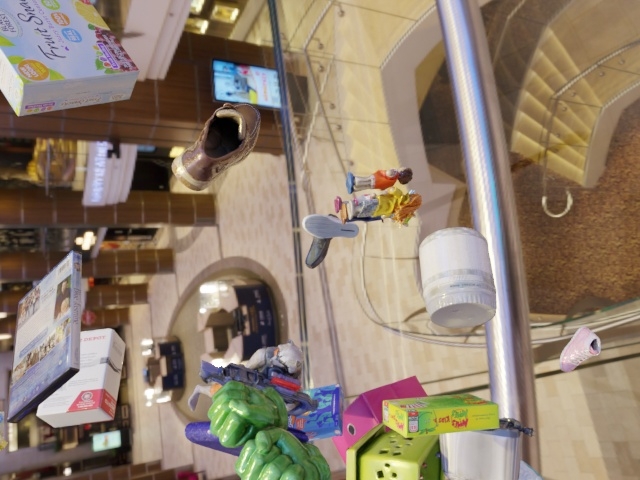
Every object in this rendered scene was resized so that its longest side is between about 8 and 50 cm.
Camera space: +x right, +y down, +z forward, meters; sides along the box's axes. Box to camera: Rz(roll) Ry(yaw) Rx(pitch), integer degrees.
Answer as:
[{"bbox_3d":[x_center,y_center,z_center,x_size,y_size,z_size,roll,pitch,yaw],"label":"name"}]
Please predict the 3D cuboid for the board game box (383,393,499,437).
[{"bbox_3d":[0.213,0.309,0.933,0.092,0.181,0.043,168,102,-72],"label":"board game box"}]

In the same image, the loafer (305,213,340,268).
[{"bbox_3d":[0.000,0.000,1.976,0.076,0.078,0.223,24,81,40],"label":"loafer"}]

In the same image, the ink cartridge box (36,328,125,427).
[{"bbox_3d":[-0.757,0.436,1.682,0.114,0.197,0.273,81,-178,-52],"label":"ink cartridge box"}]

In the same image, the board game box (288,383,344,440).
[{"bbox_3d":[-0.037,0.516,1.552,0.160,0.210,0.047,-85,-24,-58],"label":"board game box"}]

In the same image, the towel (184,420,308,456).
[{"bbox_3d":[-0.190,0.504,1.354,0.308,0.228,0.076,-25,43,46],"label":"towel"}]

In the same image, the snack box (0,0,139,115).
[{"bbox_3d":[-0.398,-0.291,0.763,0.207,0.174,0.070,53,135,11],"label":"snack box"}]

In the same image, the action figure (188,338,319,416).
[{"bbox_3d":[-0.184,0.334,1.314,0.330,0.341,0.178,-32,40,28],"label":"action figure"}]

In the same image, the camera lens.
[{"bbox_3d":[0.429,0.112,1.649,0.219,0.219,0.274,132,146,-51],"label":"camera lens"}]

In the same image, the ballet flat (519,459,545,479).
[{"bbox_3d":[0.443,0.618,1.452,0.409,0.147,0.147,39,127,28],"label":"ballet flat"}]

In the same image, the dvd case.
[{"bbox_3d":[-0.477,0.160,0.912,0.180,0.022,0.253,-38,48,19],"label":"dvd case"}]

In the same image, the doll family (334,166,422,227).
[{"bbox_3d":[0.132,-0.073,1.148,0.263,0.163,0.118,123,138,-77],"label":"doll family"}]

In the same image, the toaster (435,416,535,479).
[{"bbox_3d":[0.390,0.498,1.249,0.227,0.129,0.146,1,88,25],"label":"toaster"}]

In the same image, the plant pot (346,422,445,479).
[{"bbox_3d":[0.189,0.605,1.337,0.207,0.227,0.228,2,95,30],"label":"plant pot"}]

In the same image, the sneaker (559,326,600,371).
[{"bbox_3d":[0.691,0.300,1.392,0.134,0.051,0.070,-64,17,8],"label":"sneaker"}]

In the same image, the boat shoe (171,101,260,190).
[{"bbox_3d":[-0.206,-0.242,1.192,0.123,0.123,0.342,-38,13,38],"label":"boat shoe"}]

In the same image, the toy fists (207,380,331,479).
[{"bbox_3d":[-0.102,0.356,0.941,0.279,0.142,0.096,42,116,44],"label":"toy fists"}]

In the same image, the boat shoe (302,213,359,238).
[{"bbox_3d":[0.028,-0.047,1.894,0.076,0.226,0.083,26,102,61],"label":"boat shoe"}]

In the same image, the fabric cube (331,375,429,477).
[{"bbox_3d":[0.224,0.627,1.660,0.258,0.259,0.254,59,135,30],"label":"fabric cube"}]

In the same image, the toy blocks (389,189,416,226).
[{"bbox_3d":[0.354,-0.133,2.108,0.148,0.123,0.054,-53,44,26],"label":"toy blocks"}]

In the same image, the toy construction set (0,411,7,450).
[{"bbox_3d":[-1.085,0.750,1.711,0.327,0.215,0.151,63,155,4],"label":"toy construction set"}]
